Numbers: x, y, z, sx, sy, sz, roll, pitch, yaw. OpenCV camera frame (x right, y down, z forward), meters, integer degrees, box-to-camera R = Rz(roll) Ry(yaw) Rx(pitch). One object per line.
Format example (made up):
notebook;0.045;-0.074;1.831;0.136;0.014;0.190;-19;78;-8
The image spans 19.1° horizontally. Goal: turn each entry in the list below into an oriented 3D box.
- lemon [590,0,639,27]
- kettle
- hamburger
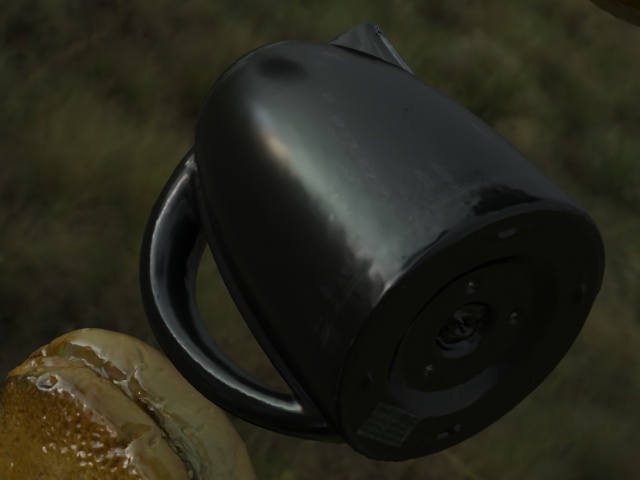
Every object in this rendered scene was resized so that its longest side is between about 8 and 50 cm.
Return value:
lemon;0.239;-0.249;1.085;0.297;0.297;0.297;34;18;-12
kettle;0.000;0.000;1.274;0.290;0.268;0.207;47;9;36
hamburger;-0.194;0.231;1.689;0.170;0.290;0.314;-19;66;-50
